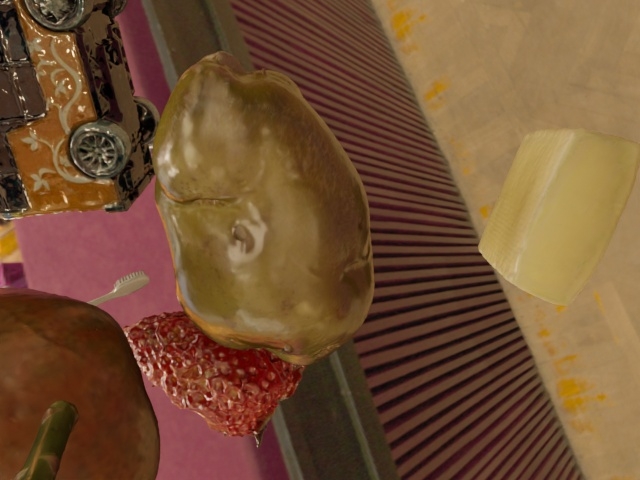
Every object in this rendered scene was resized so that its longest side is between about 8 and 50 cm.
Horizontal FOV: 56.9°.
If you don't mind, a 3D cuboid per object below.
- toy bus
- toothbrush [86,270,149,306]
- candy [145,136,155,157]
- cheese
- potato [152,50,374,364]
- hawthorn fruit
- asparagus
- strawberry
[{"bbox_3d":[-0.304,-0.196,0.636,0.194,0.161,0.323,-6,115,3],"label":"toy bus"},{"bbox_3d":[-0.332,0.102,0.694,0.025,0.276,0.019,44,157,54],"label":"toothbrush"},{"bbox_3d":[-0.286,-0.147,0.972,0.313,0.088,0.061,-7,67,29],"label":"candy"},{"bbox_3d":[0.354,-0.049,0.916,0.124,0.265,0.242,16,101,2],"label":"cheese"},{"bbox_3d":[-0.057,-0.020,0.620,0.219,0.202,0.350,-11,117,1],"label":"potato"},{"bbox_3d":[-0.299,0.182,0.497,0.268,0.301,0.267,15,118,30],"label":"hawthorn fruit"},{"bbox_3d":[-0.135,0.123,0.274,0.248,0.025,0.025,-170,70,-72],"label":"asparagus"},{"bbox_3d":[-0.131,0.138,0.768,0.228,0.174,0.098,35,125,-3],"label":"strawberry"}]
